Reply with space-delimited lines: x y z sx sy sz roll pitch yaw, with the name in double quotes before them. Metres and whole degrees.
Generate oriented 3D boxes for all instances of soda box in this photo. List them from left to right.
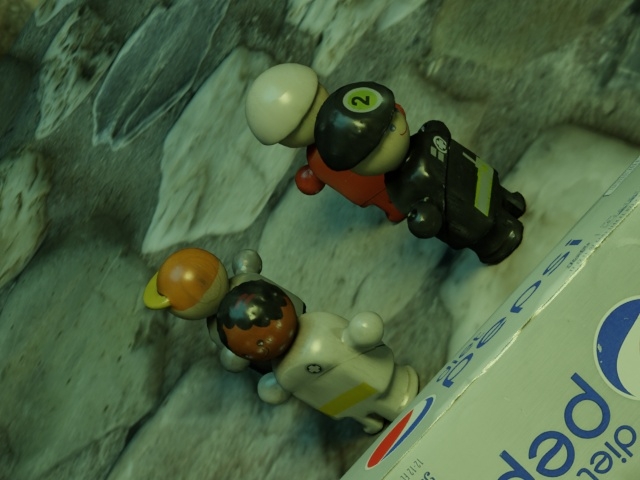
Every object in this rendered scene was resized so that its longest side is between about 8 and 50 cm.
"soda box" 0.105 0.086 0.878 0.286 0.098 0.091 -47 4 -5

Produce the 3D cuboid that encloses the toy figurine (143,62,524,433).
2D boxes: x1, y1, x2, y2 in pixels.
"toy figurine" 0.000 0.000 1.193 0.209 0.148 0.213 -57 25 -1
